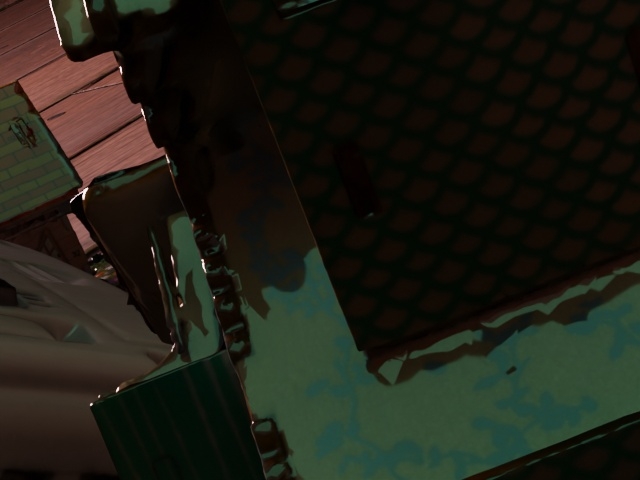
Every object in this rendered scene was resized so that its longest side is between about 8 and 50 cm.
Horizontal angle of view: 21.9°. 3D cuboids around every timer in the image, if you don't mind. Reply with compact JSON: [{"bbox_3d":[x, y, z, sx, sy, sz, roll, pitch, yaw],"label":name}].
[{"bbox_3d":[-0.176,0.041,0.670,0.237,0.087,0.262,12,6,-42],"label":"timer"}]

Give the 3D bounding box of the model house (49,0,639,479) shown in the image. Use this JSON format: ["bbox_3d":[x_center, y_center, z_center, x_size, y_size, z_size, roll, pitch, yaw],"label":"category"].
[{"bbox_3d":[0.039,0.050,0.433,0.178,0.271,0.206,-21,52,-2],"label":"model house"}]

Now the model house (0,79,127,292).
[{"bbox_3d":[-0.217,0.020,0.899,0.294,0.154,0.207,-26,15,-18],"label":"model house"}]
